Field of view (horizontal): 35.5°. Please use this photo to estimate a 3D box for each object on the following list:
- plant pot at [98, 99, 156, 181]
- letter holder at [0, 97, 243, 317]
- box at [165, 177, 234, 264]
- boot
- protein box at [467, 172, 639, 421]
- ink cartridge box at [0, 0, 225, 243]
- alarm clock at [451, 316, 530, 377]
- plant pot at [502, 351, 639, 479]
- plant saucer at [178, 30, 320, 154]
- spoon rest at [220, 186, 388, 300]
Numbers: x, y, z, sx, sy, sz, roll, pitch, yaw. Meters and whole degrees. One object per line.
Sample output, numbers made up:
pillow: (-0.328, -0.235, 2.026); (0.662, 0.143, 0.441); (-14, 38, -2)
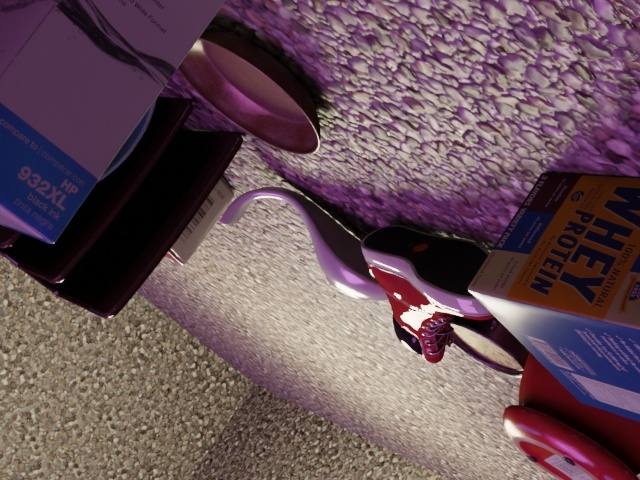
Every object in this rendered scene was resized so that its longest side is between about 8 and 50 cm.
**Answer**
plant pot: (-0.354, -0.210, 1.152); (0.290, 0.290, 0.195); (45, 178, -35)
letter holder: (-0.273, -0.070, 1.317); (0.152, 0.301, 0.214); (44, 163, -33)
box: (-0.281, -0.086, 1.593); (0.232, 0.148, 0.127); (26, 164, 32)
boot: (0.154, 0.088, 1.207); (0.244, 0.088, 0.176); (24, 139, 58)
protein box: (0.278, 0.059, 0.852); (0.200, 0.136, 0.201); (43, 164, -29)
ink cartridge box: (-0.246, -0.168, 0.935); (0.129, 0.307, 0.223); (41, 164, -32)
alarm clock: (0.238, 0.134, 1.330); (0.129, 0.064, 0.192); (18, 155, 47)
plant pot: (0.308, 0.180, 1.117); (0.191, 0.174, 0.191); (34, 166, 10)
plant saucer: (-0.075, -0.169, 1.099); (0.199, 0.036, 0.198); (32, 165, 10)
spoon rest: (0.000, 0.000, 1.376); (0.276, 0.084, 0.137); (27, -164, 11)
